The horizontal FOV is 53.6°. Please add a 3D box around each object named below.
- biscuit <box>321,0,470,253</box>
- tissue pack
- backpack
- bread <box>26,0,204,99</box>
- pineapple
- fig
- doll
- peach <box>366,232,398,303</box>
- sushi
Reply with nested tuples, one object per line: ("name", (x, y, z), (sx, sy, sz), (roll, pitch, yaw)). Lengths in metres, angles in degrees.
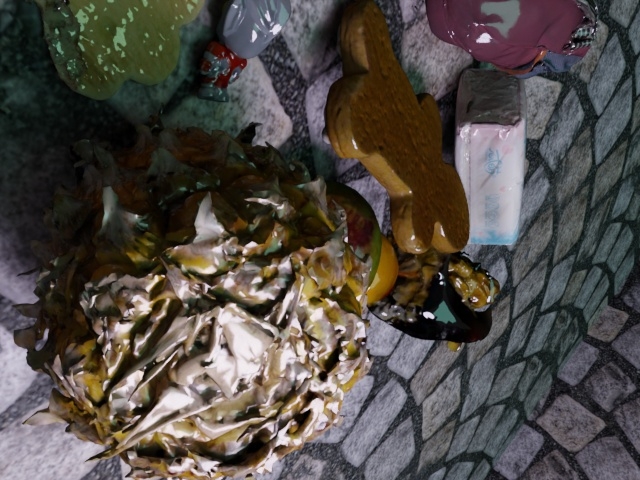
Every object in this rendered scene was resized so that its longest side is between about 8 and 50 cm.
("biscuit", (0.123, -0.118, 0.945), (0.432, 0.064, 0.283), (44, 47, -46))
("tissue pack", (0.307, -0.149, 1.153), (0.202, 0.124, 0.271), (-77, 161, -45))
("backpack", (0.286, -0.394, 0.947), (0.317, 0.197, 0.284), (-11, 100, -42))
("bread", (-0.192, -0.266, 0.598), (0.181, 0.039, 0.251), (-34, 136, -33))
("pineapple", (-0.120, 0.052, 0.614), (0.352, 0.300, 0.353), (-5, 108, -14))
("fig", (0.000, 0.000, 0.900), (0.191, 0.180, 0.181), (-55, 152, -52))
("doll", (-0.087, -0.235, 0.722), (0.180, 0.079, 0.094), (-55, 160, 14))
("peach", (0.064, 0.042, 1.033), (0.138, 0.138, 0.138), (-29, 133, -36))
("sushi", (0.209, 0.090, 1.165), (0.204, 0.213, 0.200), (36, 80, -48))
